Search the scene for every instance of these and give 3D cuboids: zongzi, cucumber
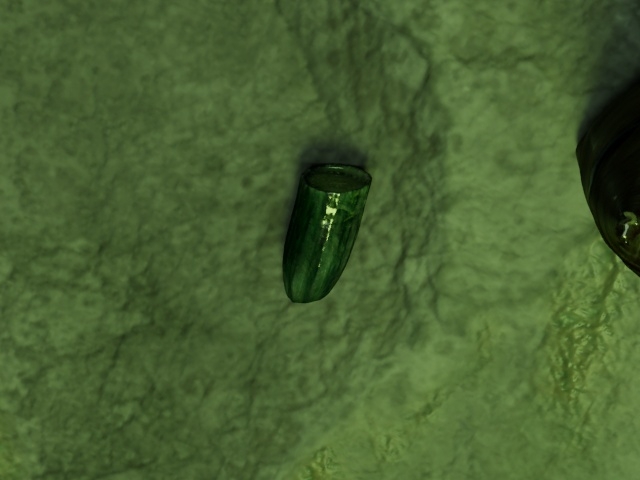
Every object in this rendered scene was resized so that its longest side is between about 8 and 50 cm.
[{"bbox_3d":[0.260,0.013,1.208,0.221,0.242,0.112,38,106,-8],"label":"zongzi"},{"bbox_3d":[0.000,0.000,1.337,0.048,0.048,0.105,15,115,0],"label":"cucumber"}]
